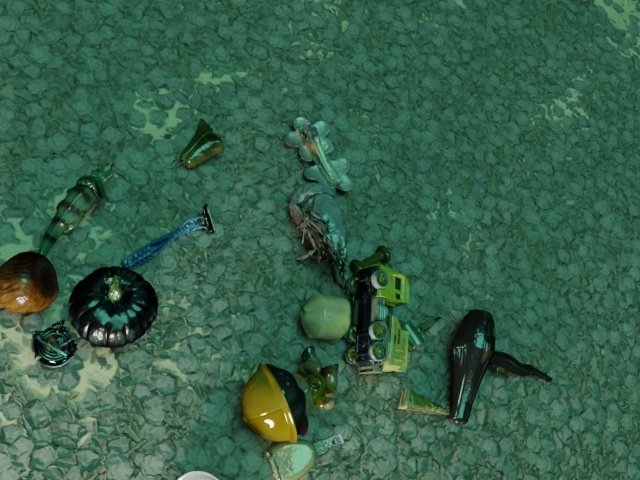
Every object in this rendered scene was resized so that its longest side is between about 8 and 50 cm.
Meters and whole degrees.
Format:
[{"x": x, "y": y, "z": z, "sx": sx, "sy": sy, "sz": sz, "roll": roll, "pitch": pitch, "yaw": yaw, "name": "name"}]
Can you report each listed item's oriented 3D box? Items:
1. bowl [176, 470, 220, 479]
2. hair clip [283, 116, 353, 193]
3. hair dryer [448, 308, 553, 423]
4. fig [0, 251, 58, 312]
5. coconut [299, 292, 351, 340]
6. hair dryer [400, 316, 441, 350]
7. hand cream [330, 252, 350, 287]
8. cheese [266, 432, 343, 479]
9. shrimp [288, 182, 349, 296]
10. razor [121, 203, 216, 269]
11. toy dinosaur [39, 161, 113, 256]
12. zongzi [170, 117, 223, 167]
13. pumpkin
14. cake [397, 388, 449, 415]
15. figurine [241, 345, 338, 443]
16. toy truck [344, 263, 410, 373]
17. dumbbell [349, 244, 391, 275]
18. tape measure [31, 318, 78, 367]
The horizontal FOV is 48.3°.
[{"x": -0.235, "y": 0.584, "z": 1.516, "sx": 0.086, "sy": 0.188, "sz": 0.189, "roll": 21, "pitch": 53, "yaw": -59, "name": "bowl"}, {"x": -0.001, "y": -0.238, "z": 1.988, "sx": 0.146, "sy": 0.075, "sz": 0.257, "roll": -25, "pitch": 86, "yaw": -26, "name": "hair clip"}, {"x": 0.499, "y": 0.370, "z": 1.933, "sx": 0.359, "sy": 0.120, "sz": 0.304, "roll": 20, "pitch": 71, "yaw": -23, "name": "hair dryer"}, {"x": -0.678, "y": 0.110, "z": 1.553, "sx": 0.201, "sy": 0.146, "sz": 0.134, "roll": -22, "pitch": 70, "yaw": 12, "name": "fig"}, {"x": 0.006, "y": 0.191, "z": 1.782, "sx": 0.122, "sy": 0.116, "sz": 0.116, "roll": 11, "pitch": 65, "yaw": -24, "name": "coconut"}, {"x": 0.277, "y": 0.233, "z": 1.919, "sx": 0.150, "sy": 0.047, "sz": 0.071, "roll": -25, "pitch": 79, "yaw": -35, "name": "hair dryer"}, {"x": 0.050, "y": 0.049, "z": 1.911, "sx": 0.057, "sy": 0.037, "sz": 0.165, "roll": 1, "pitch": 63, "yaw": -22, "name": "hand cream"}, {"x": -0.030, "y": 0.501, "z": 1.680, "sx": 0.192, "sy": 0.037, "sz": 0.097, "roll": -15, "pitch": 76, "yaw": -26, "name": "cheese"}, {"x": 0.005, "y": -0.004, "z": 1.852, "sx": 0.145, "sy": 0.116, "sz": 0.343, "roll": -13, "pitch": 63, "yaw": -15, "name": "shrimp"}, {"x": -0.374, "y": 0.000, "z": 1.750, "sx": 0.253, "sy": 0.042, "sz": 0.082, "roll": -34, "pitch": 125, "yaw": -28, "name": "razor"}, {"x": -0.583, "y": -0.071, "z": 1.678, "sx": 0.079, "sy": 0.120, "sz": 0.292, "roll": 38, "pitch": 83, "yaw": -16, "name": "toy dinosaur"}, {"x": -0.345, "y": -0.249, "z": 1.872, "sx": 0.154, "sy": 0.062, "sz": 0.130, "roll": -32, "pitch": 62, "yaw": -14, "name": "zongzi"}, {"x": -0.463, "y": 0.149, "z": 1.595, "sx": 0.194, "sy": 0.150, "sz": 0.194, "roll": 1, "pitch": 84, "yaw": -6, "name": "pumpkin"}, {"x": 0.266, "y": 0.416, "z": 1.830, "sx": 0.139, "sy": 0.051, "sz": 0.055, "roll": 14, "pitch": 62, "yaw": -19, "name": "cake"}, {"x": -0.069, "y": 0.363, "z": 1.655, "sx": 0.256, "sy": 0.167, "sz": 0.192, "roll": -12, "pitch": 59, "yaw": -49, "name": "figurine"}, {"x": 0.159, "y": 0.207, "z": 1.826, "sx": 0.157, "sy": 0.124, "sz": 0.273, "roll": 15, "pitch": 69, "yaw": -33, "name": "toy truck"}, {"x": 0.135, "y": 0.056, "z": 1.930, "sx": 0.117, "sy": 0.046, "sz": 0.052, "roll": -25, "pitch": 75, "yaw": -28, "name": "dumbbell"}, {"x": -0.583, "y": 0.229, "z": 1.558, "sx": 0.091, "sy": 0.054, "sz": 0.094, "roll": -22, "pitch": 72, "yaw": -27, "name": "tape measure"}]
